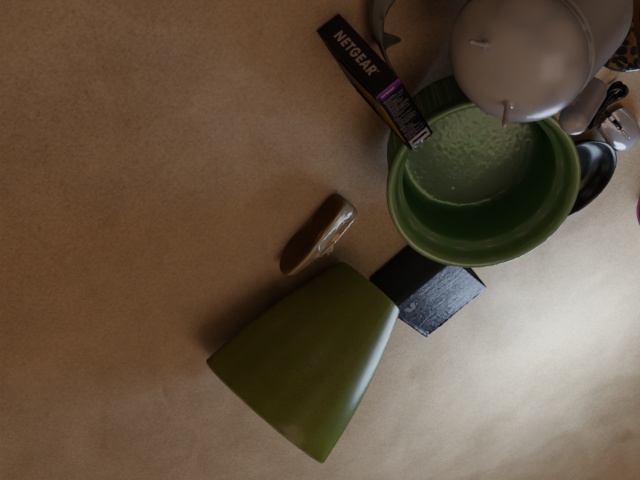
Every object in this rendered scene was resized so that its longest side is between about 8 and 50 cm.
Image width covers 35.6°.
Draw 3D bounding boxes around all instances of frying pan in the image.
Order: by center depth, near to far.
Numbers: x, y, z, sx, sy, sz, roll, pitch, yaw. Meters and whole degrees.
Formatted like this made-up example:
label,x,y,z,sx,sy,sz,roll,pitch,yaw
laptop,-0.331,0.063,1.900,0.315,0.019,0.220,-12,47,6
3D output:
label,x,y,z,sx,sy,sz,roll,pitch,yaw
frying pan,0.423,-0.079,1.908,0.326,0.053,0.197,-38,141,9

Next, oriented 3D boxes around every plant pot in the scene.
label,x,y,z,sx,sy,sz,roll,pitch,yaw
plant pot,-0.005,0.191,1.768,0.293,0.274,0.275,-50,141,-5

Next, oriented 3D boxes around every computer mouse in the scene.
label,x,y,z,sx,sy,sz,roll,pitch,yaw
computer mouse,0.558,-0.215,1.862,0.106,0.042,0.193,-45,140,13

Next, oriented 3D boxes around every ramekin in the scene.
label,x,y,z,sx,sy,sz,roll,pitch,yaw
ramekin,0.248,-0.120,1.596,0.303,0.148,0.303,-2,124,-3

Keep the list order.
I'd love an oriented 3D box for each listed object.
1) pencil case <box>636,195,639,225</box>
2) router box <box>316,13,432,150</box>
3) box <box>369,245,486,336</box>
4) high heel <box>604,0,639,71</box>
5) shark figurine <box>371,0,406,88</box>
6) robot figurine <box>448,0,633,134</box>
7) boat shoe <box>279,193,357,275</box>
label,x,y,z,sx,sy,sz,roll,pitch,yaw
pencil case,0.806,-0.068,2.125,0.284,0.124,0.124,-1,132,-32
router box,0.077,-0.225,1.417,0.046,0.179,0.133,-38,140,3
box,0.205,0.082,1.895,0.156,0.093,0.158,-41,142,10
high heel,0.504,-0.388,1.528,0.093,0.186,0.261,17,120,-44
shark figurine,0.131,-0.355,1.374,0.166,0.116,0.278,12,122,-39
robot figurine,0.311,-0.298,1.409,0.199,0.300,0.353,-24,-163,48
boat shoe,0.000,0.000,1.694,0.059,0.063,0.170,27,112,-41
